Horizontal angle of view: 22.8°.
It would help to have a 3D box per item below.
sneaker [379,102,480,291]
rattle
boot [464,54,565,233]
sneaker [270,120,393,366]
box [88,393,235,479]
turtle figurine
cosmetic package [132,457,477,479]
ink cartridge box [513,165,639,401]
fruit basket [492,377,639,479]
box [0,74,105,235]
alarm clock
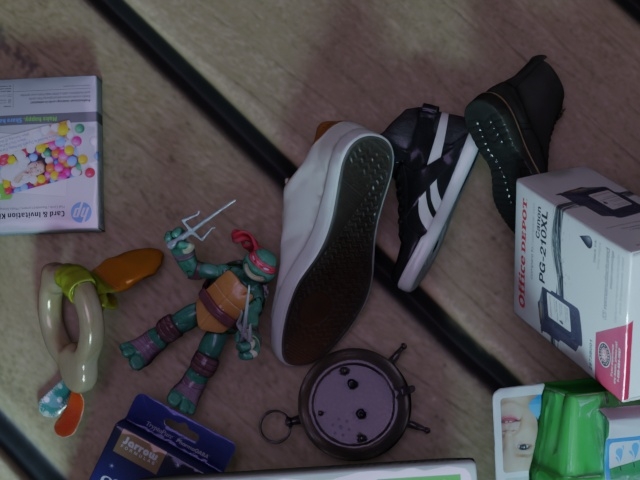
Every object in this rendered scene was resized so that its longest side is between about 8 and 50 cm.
[{"bbox_3d":[0.099,-0.055,1.845,0.121,0.079,0.217,23,78,10],"label":"sneaker"},{"bbox_3d":[-0.259,0.118,1.876,0.130,0.142,0.200,-1,100,37],"label":"rattle"},{"bbox_3d":[0.256,-0.105,1.838,0.137,0.077,0.198,-40,119,-37],"label":"boot"},{"bbox_3d":[0.000,0.000,1.848,0.106,0.123,0.290,12,102,-33],"label":"sneaker"},{"bbox_3d":[-0.204,0.303,1.824,0.136,0.036,0.225,27,98,8],"label":"box"},{"bbox_3d":[-0.118,0.077,1.818,0.175,0.118,0.234,48,111,25],"label":"turtle figurine"},{"bbox_3d":[-0.014,0.332,1.650,0.365,0.155,0.197,-6,83,4],"label":"cosmetic package"},{"bbox_3d":[0.304,0.040,1.701,0.100,0.237,0.172,-10,114,-20],"label":"ink cartridge box"},{"bbox_3d":[0.347,0.319,1.702,0.327,0.165,0.353,-3,87,-14],"label":"fruit basket"},{"bbox_3d":[-0.333,-0.101,1.903,0.145,0.038,0.186,-2,85,5],"label":"box"},{"bbox_3d":[0.020,0.194,1.829,0.192,0.064,0.129,-17,83,6],"label":"alarm clock"}]
